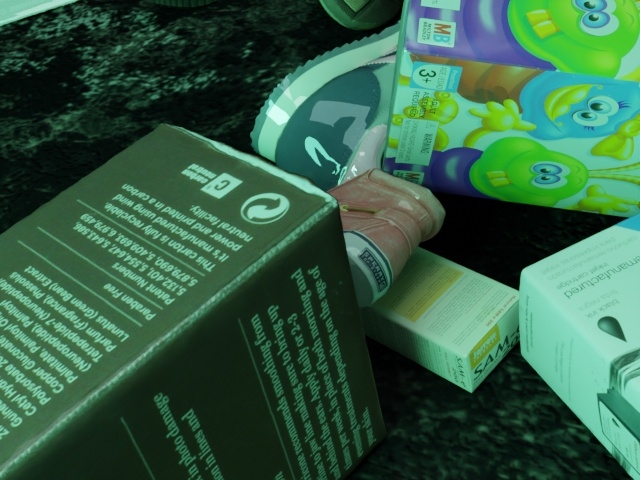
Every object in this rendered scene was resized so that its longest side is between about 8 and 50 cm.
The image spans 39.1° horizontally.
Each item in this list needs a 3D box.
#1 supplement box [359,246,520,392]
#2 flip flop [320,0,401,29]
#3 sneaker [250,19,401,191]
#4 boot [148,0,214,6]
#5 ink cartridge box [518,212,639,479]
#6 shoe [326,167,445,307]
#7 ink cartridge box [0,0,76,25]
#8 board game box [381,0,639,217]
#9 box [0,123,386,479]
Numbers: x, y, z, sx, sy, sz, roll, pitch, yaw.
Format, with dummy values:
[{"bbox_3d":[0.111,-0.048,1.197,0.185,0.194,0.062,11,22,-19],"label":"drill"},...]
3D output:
[{"bbox_3d":[0.073,0.046,0.573,0.098,0.036,0.062,26,55,38],"label":"supplement box"},{"bbox_3d":[0.020,-0.296,0.926,0.080,0.112,0.277,-28,39,24],"label":"flip flop"},{"bbox_3d":[0.103,-0.117,0.715,0.319,0.112,0.131,-36,67,-23],"label":"sneaker"},{"bbox_3d":[-0.139,-0.325,1.022,0.198,0.077,0.137,-16,35,-22],"label":"boot"},{"bbox_3d":[0.217,0.069,0.477,0.139,0.082,0.191,-25,41,-12],"label":"ink cartridge box"},{"bbox_3d":[0.000,0.000,0.597,0.081,0.063,0.178,-41,24,-31],"label":"shoe"},{"bbox_3d":[-0.340,-0.411,1.180,0.308,0.091,0.385,-21,59,-9],"label":"ink cartridge box"},{"bbox_3d":[0.186,-0.110,0.564,0.275,0.142,0.144,7,62,2],"label":"board game box"},{"bbox_3d":[-0.148,0.133,0.423,0.143,0.191,0.381,26,53,36],"label":"box"}]
